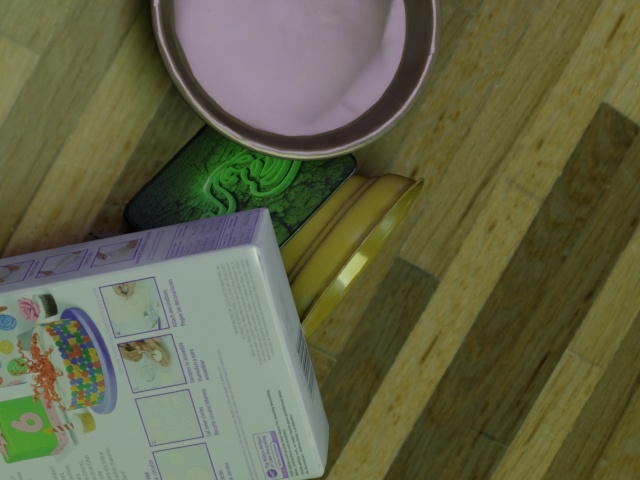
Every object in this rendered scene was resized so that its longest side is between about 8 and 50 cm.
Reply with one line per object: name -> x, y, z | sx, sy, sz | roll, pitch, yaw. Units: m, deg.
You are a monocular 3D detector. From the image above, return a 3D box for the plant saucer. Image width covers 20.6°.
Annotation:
plant saucer -> -0.023, -0.209, 1.631 | 0.278, 0.041, 0.278 | 2, 84, -16

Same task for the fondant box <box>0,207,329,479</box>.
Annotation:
fondant box -> -0.179, 0.121, 1.599 | 0.330, 0.096, 0.238 | -11, 113, 8

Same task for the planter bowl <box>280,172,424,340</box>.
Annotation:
planter bowl -> 0.000, 0.000, 1.702 | 0.090, 0.217, 0.217 | 38, 88, 7

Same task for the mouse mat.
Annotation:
mouse mat -> -0.076, -0.048, 1.656 | 0.190, 0.152, 0.007 | -46, 154, -7
